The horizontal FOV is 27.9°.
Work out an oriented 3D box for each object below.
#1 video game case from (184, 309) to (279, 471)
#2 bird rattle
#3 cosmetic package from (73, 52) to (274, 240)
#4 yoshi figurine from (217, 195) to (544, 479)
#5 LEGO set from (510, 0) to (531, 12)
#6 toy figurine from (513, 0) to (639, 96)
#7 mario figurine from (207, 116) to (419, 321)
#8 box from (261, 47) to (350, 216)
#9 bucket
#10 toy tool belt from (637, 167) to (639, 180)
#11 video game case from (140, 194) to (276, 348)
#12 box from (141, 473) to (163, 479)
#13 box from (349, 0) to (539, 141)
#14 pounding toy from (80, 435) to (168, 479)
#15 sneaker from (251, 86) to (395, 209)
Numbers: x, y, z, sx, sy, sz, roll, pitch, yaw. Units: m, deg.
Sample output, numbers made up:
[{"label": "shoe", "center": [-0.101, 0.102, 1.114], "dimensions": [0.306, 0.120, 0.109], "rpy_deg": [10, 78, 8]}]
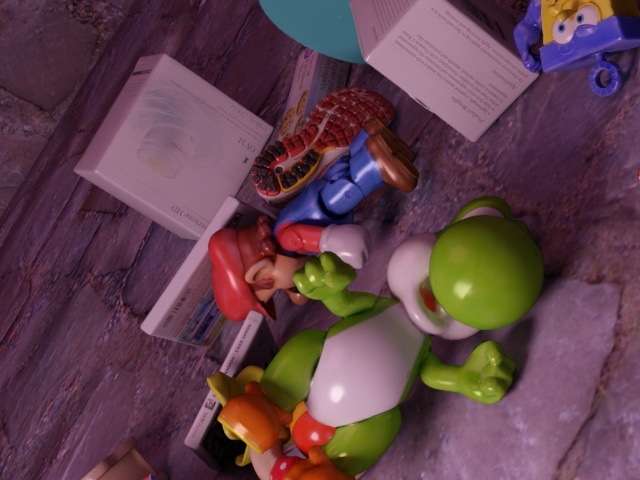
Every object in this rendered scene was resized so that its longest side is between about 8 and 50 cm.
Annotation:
[{"label": "video game case", "center": [-0.103, 0.185, 1.551], "dimensions": [0.190, 0.022, 0.173], "rpy_deg": [79, -144, -72]}, {"label": "bird rattle", "center": [-0.021, 0.215, 1.375], "dimensions": [0.207, 0.143, 0.253], "rpy_deg": [-36, 30, 6]}, {"label": "cosmetic package", "center": [-0.238, -0.148, 2.092], "dimensions": [0.224, 0.224, 0.138], "rpy_deg": [-61, 24, -8]}, {"label": "yoshi figurine", "center": [0.081, 0.092, 1.239], "dimensions": [0.362, 0.203, 0.203], "rpy_deg": [-46, 47, -11]}, {"label": "LEGO set", "center": [0.266, -0.300, 1.587], "dimensions": [0.054, 0.023, 0.083], "rpy_deg": [-51, 11, 8]}, {"label": "toy figurine", "center": [0.321, -0.262, 1.355], "dimensions": [0.363, 0.191, 0.217], "rpy_deg": [-17, 75, 45]}, {"label": "mario figurine", "center": [0.000, 0.000, 1.641], "dimensions": [0.320, 0.198, 0.170], "rpy_deg": [-40, 72, 16]}, {"label": "box", "center": [-0.017, -0.166, 1.896], "dimensions": [0.067, 0.063, 0.324], "rpy_deg": [-33, 34, 42]}, {"label": "bucket", "center": [0.050, -0.387, 1.808], "dimensions": [0.281, 0.281, 0.183], "rpy_deg": [-14, 52, 57]}, {"label": "toy tool belt", "center": [0.324, -0.090, 1.177], "dimensions": [0.083, 0.052, 0.051], "rpy_deg": [-62, 16, -9]}, {"label": "video game case", "center": [-0.140, 0.048, 1.758], "dimensions": [0.023, 0.193, 0.212], "rpy_deg": [34, 92, 22]}, {"label": "box", "center": [-0.212, 0.456, 1.366], "dimensions": [0.279, 0.177, 0.290], "rpy_deg": [-38, 30, 34]}, {"label": "box", "center": [0.145, -0.244, 1.542], "dimensions": [0.119, 0.181, 0.182], "rpy_deg": [-46, 26, 22]}, {"label": "pounding toy", "center": [-0.306, 0.405, 1.737], "dimensions": [0.269, 0.155, 0.154], "rpy_deg": [-42, -2, 11]}, {"label": "sneaker", "center": [0.004, -0.126, 1.740], "dimensions": [0.225, 0.088, 0.092], "rpy_deg": [-34, -23, -11]}]
